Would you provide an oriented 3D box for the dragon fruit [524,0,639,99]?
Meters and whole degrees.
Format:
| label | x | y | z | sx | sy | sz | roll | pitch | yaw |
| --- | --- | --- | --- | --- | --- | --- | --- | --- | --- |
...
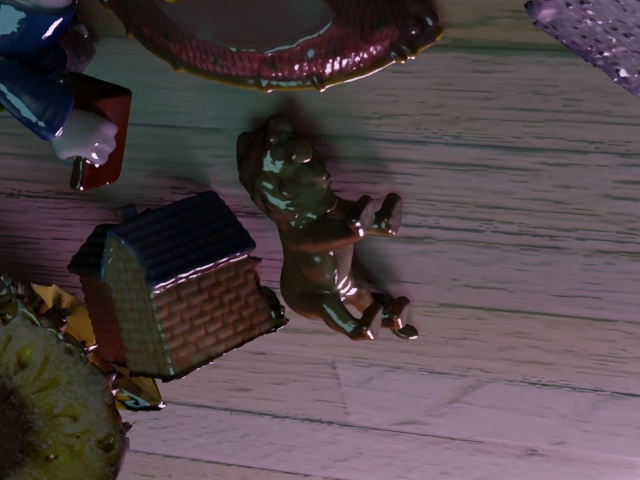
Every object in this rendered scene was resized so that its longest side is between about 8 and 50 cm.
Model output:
| label | x | y | z | sx | sy | sz | roll | pitch | yaw |
| --- | --- | --- | --- | --- | --- | --- | --- | --- | --- |
| dragon fruit | 0.296 | -0.207 | 1.121 | 0.283 | 0.204 | 0.221 | 30 | 170 | -31 |

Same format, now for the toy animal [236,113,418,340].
| label | x | y | z | sx | sy | sz | roll | pitch | yaw |
| --- | --- | --- | --- | --- | --- | --- | --- | --- | --- |
| toy animal | 0.000 | 0.000 | 1.554 | 0.157 | 0.097 | 0.312 | 19 | 143 | 24 |

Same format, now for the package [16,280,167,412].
| label | x | y | z | sx | sy | sz | roll | pitch | yaw |
| --- | --- | --- | --- | --- | --- | --- | --- | --- | --- |
| package | -0.289 | 0.121 | 1.788 | 0.226 | 0.090 | 0.168 | 44 | 152 | -24 |

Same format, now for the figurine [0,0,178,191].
| label | x | y | z | sx | sy | sz | roll | pitch | yaw |
| --- | --- | --- | --- | --- | --- | --- | --- | --- | --- |
| figurine | -0.270 | -0.158 | 1.311 | 0.338 | 0.204 | 0.284 | -21 | 130 | 2 |

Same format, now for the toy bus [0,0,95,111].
| label | x | y | z | sx | sy | sz | roll | pitch | yaw |
| --- | --- | --- | --- | --- | --- | --- | --- | --- | --- |
| toy bus | -0.319 | -0.259 | 1.405 | 0.139 | 0.113 | 0.302 | -2 | 131 | 25 |

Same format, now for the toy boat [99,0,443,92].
| label | x | y | z | sx | sy | sz | roll | pitch | yaw |
| --- | --- | --- | --- | --- | --- | --- | --- | --- | --- |
| toy boat | -0.058 | -0.201 | 1.358 | 0.317 | 0.099 | 0.141 | 11 | 96 | 15 |

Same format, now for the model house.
| label | x | y | z | sx | sy | sz | roll | pitch | yaw |
| --- | --- | --- | --- | --- | --- | --- | --- | --- | --- |
| model house | -0.161 | 0.033 | 1.611 | 0.183 | 0.166 | 0.172 | -2 | 109 | 50 |

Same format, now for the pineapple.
| label | x | y | z | sx | sy | sz | roll | pitch | yaw |
| --- | --- | --- | --- | --- | --- | --- | --- | --- | --- |
| pineapple | -0.381 | 0.200 | 1.606 | 0.352 | 0.352 | 0.300 | 44 | 160 | -21 |
